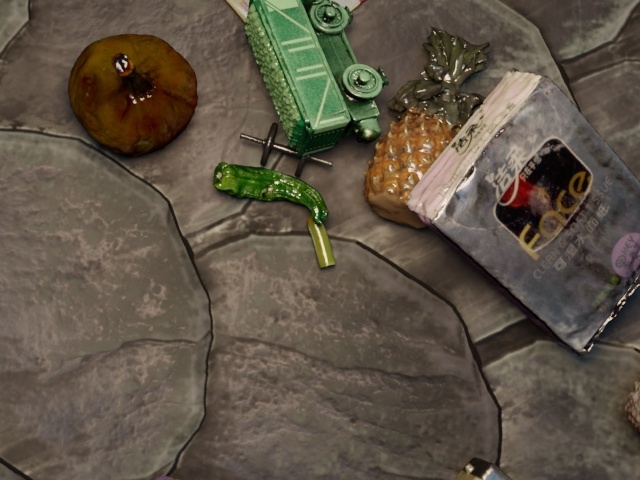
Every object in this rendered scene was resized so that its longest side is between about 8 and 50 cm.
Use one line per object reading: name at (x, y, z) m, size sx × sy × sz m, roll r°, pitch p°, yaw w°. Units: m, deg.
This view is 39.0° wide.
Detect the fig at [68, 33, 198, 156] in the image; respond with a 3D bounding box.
fig at (-0.277, -0.197, 1.267) m, size 0.190 × 0.290 × 0.191 m, roll 1°, pitch 109°, yaw 2°

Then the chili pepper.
chili pepper at (-0.074, -0.075, 1.367) m, size 0.182 × 0.073 × 0.050 m, roll 16°, pitch 107°, yaw -8°

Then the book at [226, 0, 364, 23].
book at (-0.026, -0.405, 1.424) m, size 0.232 × 0.022 × 0.162 m, roll -39°, pitch 89°, yaw -8°

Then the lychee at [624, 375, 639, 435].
lychee at (0.532, 0.262, 1.333) m, size 0.165 × 0.165 × 0.197 m, roll 30°, pitch 90°, yaw -1°

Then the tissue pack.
tissue pack at (0.321, -0.036, 1.296) m, size 0.361 × 0.122 × 0.259 m, roll 40°, pitch 85°, yaw -29°

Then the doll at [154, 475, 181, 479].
doll at (-0.276, 0.385, 1.282) m, size 0.190 × 0.115 × 0.050 m, roll -21°, pitch 88°, yaw -4°

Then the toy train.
toy train at (-0.006, -0.252, 1.334) m, size 0.154 × 0.115 × 0.269 m, roll -19°, pitch 77°, yaw -15°

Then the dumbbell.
dumbbell at (-0.051, -0.137, 1.373) m, size 0.147 × 0.069 × 0.069 m, roll 17°, pitch 83°, yaw -3°

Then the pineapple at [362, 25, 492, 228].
pineapple at (0.177, -0.175, 1.364) m, size 0.170 × 0.141 × 0.310 m, roll 15°, pitch 75°, yaw 22°

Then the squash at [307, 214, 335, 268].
squash at (0.000, 0.000, 1.384) m, size 0.027 × 0.027 × 0.083 m, roll -15°, pitch 85°, yaw -6°

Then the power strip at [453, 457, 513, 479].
power strip at (0.303, 0.422, 1.326) m, size 0.256 × 0.105 × 0.070 m, roll 44°, pitch 79°, yaw 2°
